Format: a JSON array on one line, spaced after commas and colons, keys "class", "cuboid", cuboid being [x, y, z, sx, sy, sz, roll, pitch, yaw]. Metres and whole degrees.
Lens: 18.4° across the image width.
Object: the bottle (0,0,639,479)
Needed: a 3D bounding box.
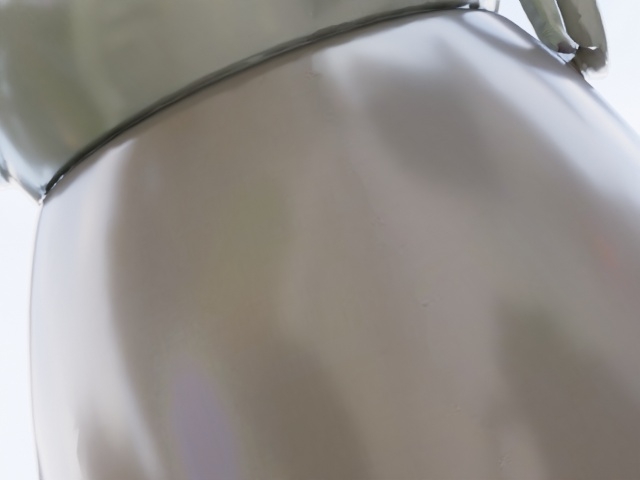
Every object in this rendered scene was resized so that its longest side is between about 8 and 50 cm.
[{"class": "bottle", "cuboid": [0.000, 0.000, 0.386, 0.147, 0.147, 0.236, -23, -99, -5]}]
